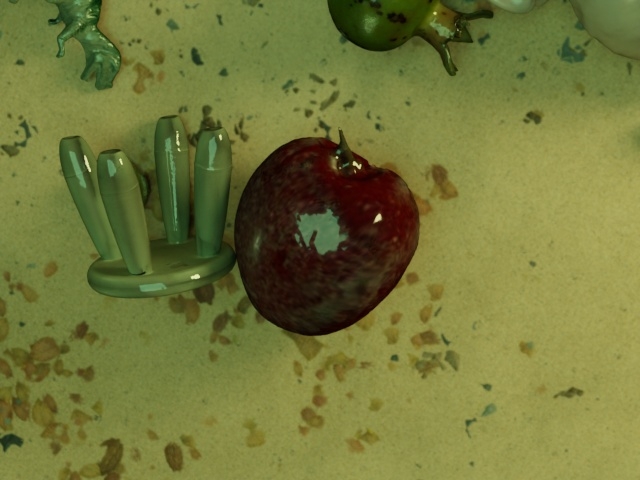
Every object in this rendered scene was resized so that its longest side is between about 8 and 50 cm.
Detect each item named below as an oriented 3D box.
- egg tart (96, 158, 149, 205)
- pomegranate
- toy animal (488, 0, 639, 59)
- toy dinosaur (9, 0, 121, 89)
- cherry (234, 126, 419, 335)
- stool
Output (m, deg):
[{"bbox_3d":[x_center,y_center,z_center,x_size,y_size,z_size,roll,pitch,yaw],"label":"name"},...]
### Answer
[{"bbox_3d":[-0.287,-0.065,1.855,0.105,0.039,0.105,2,102,11],"label":"egg tart"},{"bbox_3d":[0.103,-0.298,1.682,0.220,0.156,0.156,27,108,-25],"label":"pomegranate"},{"bbox_3d":[0.308,-0.344,1.608,0.357,0.194,0.258,28,130,23],"label":"toy animal"},{"bbox_3d":[-0.361,-0.379,1.786,0.129,0.076,0.383,-15,105,-17],"label":"toy dinosaur"},{"bbox_3d":[0.000,0.000,1.720,0.230,0.203,0.300,25,119,4],"label":"cherry"},{"bbox_3d":[-0.219,-0.044,1.746,0.195,0.195,0.199,-17,110,-26],"label":"stool"}]
